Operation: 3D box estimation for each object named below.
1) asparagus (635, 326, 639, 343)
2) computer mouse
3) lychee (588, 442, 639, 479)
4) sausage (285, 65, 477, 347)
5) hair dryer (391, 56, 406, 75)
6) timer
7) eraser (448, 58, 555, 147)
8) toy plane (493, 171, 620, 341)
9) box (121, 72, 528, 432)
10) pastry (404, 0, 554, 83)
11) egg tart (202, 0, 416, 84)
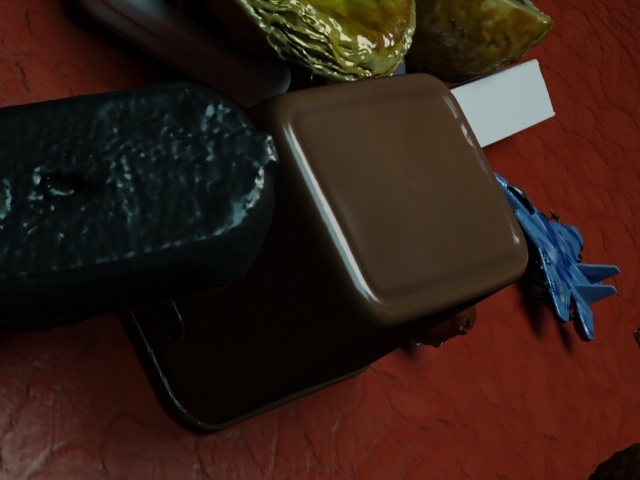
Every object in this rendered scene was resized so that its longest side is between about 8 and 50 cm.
[{"bbox_3d":[0.434,0.184,2.341,0.166,0.013,0.016,63,-8,4],"label":"asparagus"},{"bbox_3d":[-0.191,-0.026,1.480,0.323,0.116,0.183,-10,75,-16],"label":"computer mouse"},{"bbox_3d":[0.387,0.324,1.965,0.260,0.260,0.260,33,41,-35],"label":"lychee"},{"bbox_3d":[0.067,-0.048,1.918,0.102,0.102,0.330,-35,102,-57],"label":"sausage"},{"bbox_3d":[0.073,-0.341,1.956,0.121,0.361,0.301,-3,60,-50],"label":"hair dryer"},{"bbox_3d":[-0.139,-0.245,1.845,0.253,0.078,0.178,30,42,-38],"label":"timer"},{"bbox_3d":[0.172,-0.145,2.172,0.298,0.078,0.076,-25,99,-57],"label":"eraser"},{"bbox_3d":[0.251,0.003,2.181,0.246,0.078,0.169,40,37,-17],"label":"toy plane"},{"bbox_3d":[0.000,0.000,1.700,0.339,0.229,0.239,-15,78,-56],"label":"box"},{"bbox_3d":[0.132,-0.267,2.137,0.256,0.170,0.237,32,17,-38],"label":"pastry"},{"bbox_3d":[-0.036,-0.265,1.812,0.295,0.116,0.295,24,49,-30],"label":"egg tart"}]
